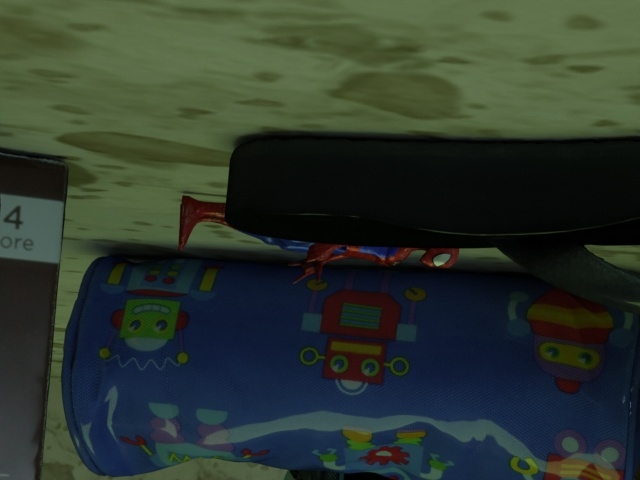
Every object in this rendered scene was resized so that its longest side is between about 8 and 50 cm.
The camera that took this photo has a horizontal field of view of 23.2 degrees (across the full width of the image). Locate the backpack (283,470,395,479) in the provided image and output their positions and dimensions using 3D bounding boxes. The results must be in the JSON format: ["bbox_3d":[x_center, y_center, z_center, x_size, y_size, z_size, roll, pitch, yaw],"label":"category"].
[{"bbox_3d":[0.057,0.143,0.940,0.166,0.188,0.144,13,149,-21],"label":"backpack"}]

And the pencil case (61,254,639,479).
[{"bbox_3d":[0.022,0.076,0.815,0.306,0.119,0.133,4,149,8],"label":"pencil case"}]

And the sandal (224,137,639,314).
[{"bbox_3d":[0.094,0.002,0.499,0.254,0.054,0.097,1,171,20],"label":"sandal"}]

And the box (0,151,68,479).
[{"bbox_3d":[-0.211,0.053,0.605,0.168,0.167,0.203,8,171,-25],"label":"box"}]

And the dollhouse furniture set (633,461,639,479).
[{"bbox_3d":[0.255,0.205,1.131,0.394,0.256,0.362,12,-157,13],"label":"dollhouse furniture set"}]

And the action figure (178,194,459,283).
[{"bbox_3d":[0.000,0.000,0.638,0.115,0.030,0.038,3,167,-6],"label":"action figure"}]
